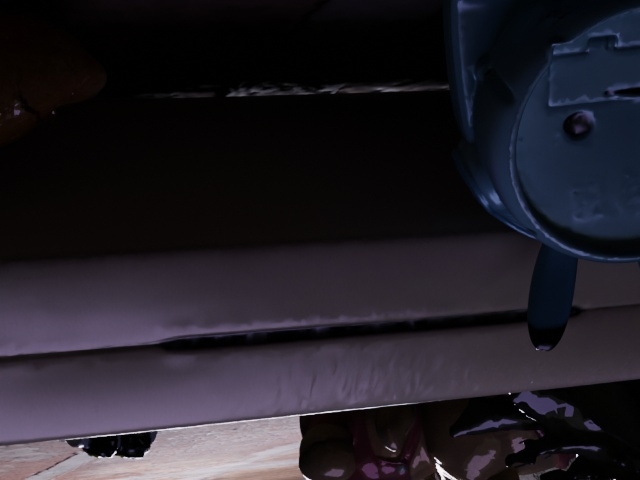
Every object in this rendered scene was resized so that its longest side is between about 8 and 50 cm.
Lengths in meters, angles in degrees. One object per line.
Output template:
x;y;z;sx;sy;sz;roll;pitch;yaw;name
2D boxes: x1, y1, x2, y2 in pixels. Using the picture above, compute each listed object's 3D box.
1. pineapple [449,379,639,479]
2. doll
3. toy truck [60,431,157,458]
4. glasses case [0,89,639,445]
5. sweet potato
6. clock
0.168;0.089;0.683;0.165;0.364;0.165;-43;179;-1;pineapple
0.112;0.158;1.237;0.256;0.152;0.196;-14;179;5;doll
-0.171;0.121;1.088;0.077;0.076;0.111;7;175;29;toy truck
0.000;0.000;0.532;0.313;0.070;0.131;-4;-152;-20;glasses case
-0.162;-0.039;0.445;0.195;0.056;0.056;-5;167;-3;sweet potato
0.094;-0.036;0.450;0.108;0.147;0.045;-7;-149;-7;clock
